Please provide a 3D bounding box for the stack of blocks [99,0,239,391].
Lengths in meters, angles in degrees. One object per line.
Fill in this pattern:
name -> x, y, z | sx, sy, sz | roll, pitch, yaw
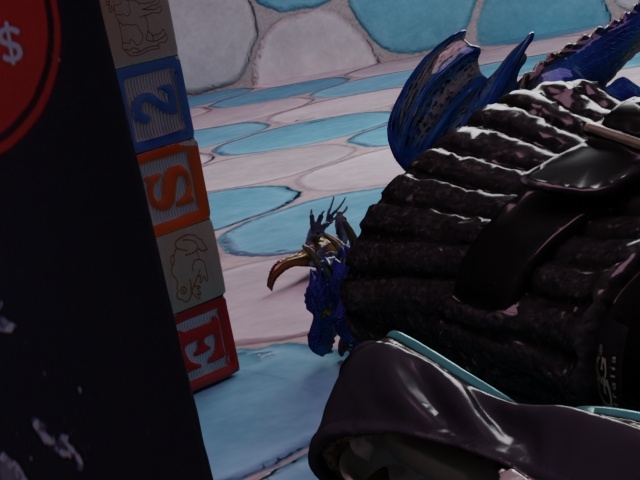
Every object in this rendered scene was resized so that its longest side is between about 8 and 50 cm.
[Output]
stack of blocks -> -0.155, -0.051, 0.680 | 0.171, 0.297, 0.087 | -22, 17, -39

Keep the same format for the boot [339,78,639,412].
boot -> 0.202, -0.013, 0.568 | 0.348, 0.131, 0.260 | -16, 12, -20

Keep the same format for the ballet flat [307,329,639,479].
ballet flat -> 0.062, 0.082, 0.431 | 0.074, 0.074, 0.203 | -18, 19, -31

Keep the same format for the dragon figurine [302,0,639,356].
dragon figurine -> 0.094, -0.057, 0.719 | 0.144, 0.289, 0.085 | 25, -2, -25

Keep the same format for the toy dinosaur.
toy dinosaur -> 0.000, 0.000, 0.942 | 0.090, 0.047, 0.082 | -23, -6, -3

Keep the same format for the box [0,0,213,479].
box -> -0.216, 0.032, 0.307 | 0.179, 0.312, 0.343 | 1, 17, 46
